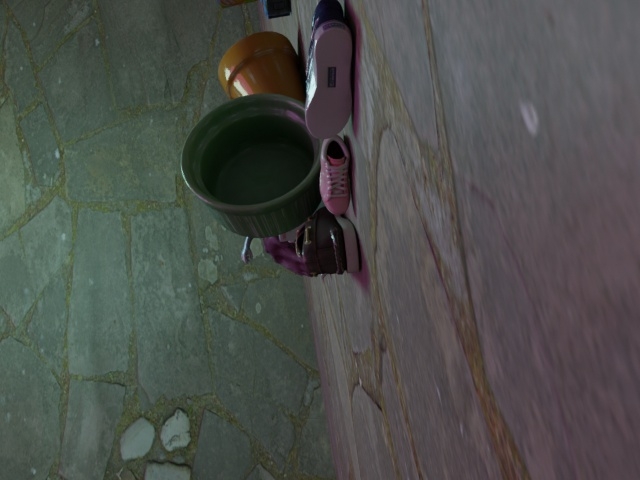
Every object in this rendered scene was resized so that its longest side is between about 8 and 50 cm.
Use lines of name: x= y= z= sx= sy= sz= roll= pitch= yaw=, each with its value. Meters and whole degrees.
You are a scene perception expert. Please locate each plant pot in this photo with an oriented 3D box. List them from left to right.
plant pot: x=-0.124 y=-0.370 z=1.406 sx=0.205 sy=0.205 sz=0.188 roll=93 pitch=151 yaw=-66

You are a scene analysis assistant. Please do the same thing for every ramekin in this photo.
ramekin: x=-0.129 y=-0.152 z=1.219 sx=0.148 sy=0.303 sz=0.304 roll=75 pitch=-178 yaw=-59

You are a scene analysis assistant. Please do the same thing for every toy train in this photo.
toy train: x=-0.119 y=-0.661 z=1.441 sx=0.184 sy=0.080 sz=0.105 roll=92 pitch=159 yaw=-51

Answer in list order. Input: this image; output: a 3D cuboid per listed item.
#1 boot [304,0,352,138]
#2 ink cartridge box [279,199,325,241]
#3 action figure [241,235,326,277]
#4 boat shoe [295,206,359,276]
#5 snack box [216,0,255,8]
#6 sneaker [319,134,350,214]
boot: x=0.013 y=-0.242 z=0.817 sx=0.190 sy=0.069 sz=0.086 roll=101 pitch=168 yaw=-51
ink cartridge box: x=-0.043 y=-0.049 z=1.337 sx=0.089 sy=0.122 sz=0.052 roll=88 pitch=172 yaw=-52
action figure: x=-0.069 y=-0.030 z=1.598 sx=0.370 sy=0.248 sz=0.276 roll=94 pitch=-167 yaw=-71
boat shoe: x=0.000 y=0.000 z=1.102 sx=0.324 sy=0.096 sz=0.117 roll=-123 pitch=25 yaw=-77
snack box: x=-0.082 y=-0.386 z=0.728 sx=0.207 sy=0.174 sz=0.070 roll=21 pitch=-120 yaw=-82
sneaker: x=0.023 y=-0.107 z=0.929 sx=0.070 sy=0.050 sz=0.135 roll=-100 pitch=7 yaw=-82
